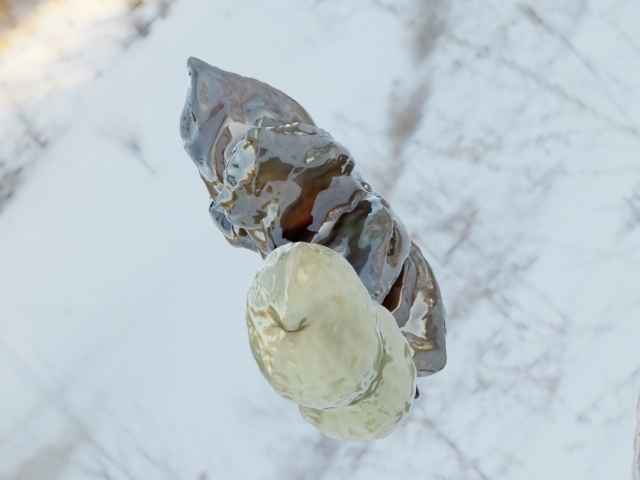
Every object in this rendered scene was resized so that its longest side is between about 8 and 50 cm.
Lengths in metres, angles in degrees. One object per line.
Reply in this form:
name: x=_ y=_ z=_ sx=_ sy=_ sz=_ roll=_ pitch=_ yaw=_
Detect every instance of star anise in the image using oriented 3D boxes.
star anise: x=-0.011 y=-0.014 z=1.253 sx=0.108 sy=0.315 sz=0.315 roll=-40 pitch=14 yaw=-1

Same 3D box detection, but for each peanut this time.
peanut: x=0.006 y=0.060 z=0.985 sx=0.082 sy=0.082 sz=0.187 roll=-46 pitch=-28 yaw=-3

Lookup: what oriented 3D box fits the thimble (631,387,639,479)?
thimble: x=0.353 y=0.140 z=1.392 sx=0.239 sy=0.162 sz=0.239 roll=-171 pitch=90 yaw=-86
